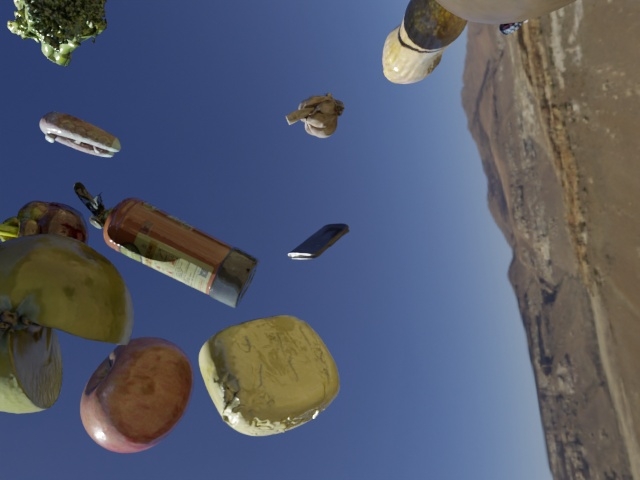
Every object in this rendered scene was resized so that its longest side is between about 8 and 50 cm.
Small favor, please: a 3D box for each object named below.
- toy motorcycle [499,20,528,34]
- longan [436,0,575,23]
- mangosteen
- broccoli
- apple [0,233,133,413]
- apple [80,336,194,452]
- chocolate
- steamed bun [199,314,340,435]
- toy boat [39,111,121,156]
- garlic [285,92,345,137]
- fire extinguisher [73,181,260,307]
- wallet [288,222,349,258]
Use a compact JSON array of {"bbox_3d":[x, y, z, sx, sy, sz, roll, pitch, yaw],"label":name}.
[{"bbox_3d":[0.494,-0.606,1.195,0.084,0.118,0.212,31,-129,-28],"label":"toy motorcycle"},{"bbox_3d":[0.204,-0.375,0.480,0.297,0.298,0.296,34,-129,-58],"label":"longan"},{"bbox_3d":[-0.569,-0.013,0.983,0.181,0.146,0.155,48,-150,-63],"label":"mangosteen"},{"bbox_3d":[-0.735,-0.622,1.338,0.248,0.245,0.288,47,-148,4],"label":"broccoli"},{"bbox_3d":[-0.465,0.131,0.791,0.254,0.293,0.291,138,128,-75],"label":"apple"},{"bbox_3d":[-0.549,0.443,1.427,0.269,0.345,0.344,58,-147,-42],"label":"apple"},{"bbox_3d":[0.220,-0.435,1.037,0.309,0.134,0.134,149,116,-76],"label":"chocolate"},{"bbox_3d":[-0.107,0.280,0.961,0.273,0.166,0.232,-7,-135,-39],"label":"steamed bun"},{"bbox_3d":[-0.748,-0.313,1.488,0.228,0.155,0.084,24,-106,-34],"label":"toy boat"},{"bbox_3d":[-0.024,-0.376,1.480,0.131,0.127,0.194,46,-132,15],"label":"garlic"},{"bbox_3d":[-0.322,0.024,0.980,0.200,0.376,0.113,-61,2,43],"label":"fire extinguisher"},{"bbox_3d":[0.000,0.000,1.079,0.157,0.082,0.018,-41,-56,-48],"label":"wallet"}]
